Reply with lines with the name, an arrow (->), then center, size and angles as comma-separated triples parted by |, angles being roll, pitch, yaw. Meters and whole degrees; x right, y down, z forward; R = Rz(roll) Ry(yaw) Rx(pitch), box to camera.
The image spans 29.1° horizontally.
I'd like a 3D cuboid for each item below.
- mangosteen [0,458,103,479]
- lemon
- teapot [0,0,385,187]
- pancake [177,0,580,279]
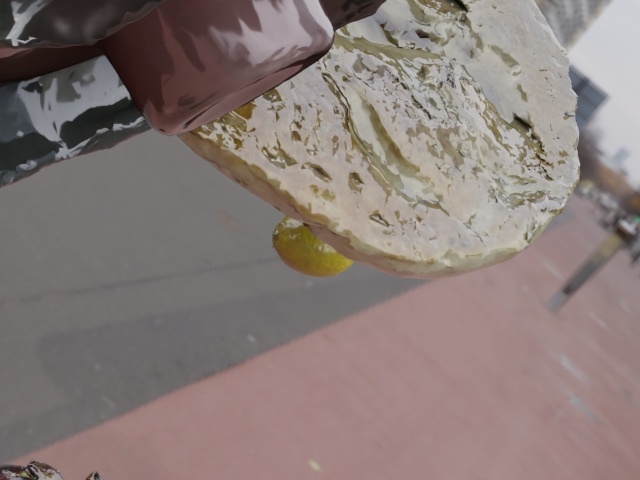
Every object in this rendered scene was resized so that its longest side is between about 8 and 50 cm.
mangosteen -> -0.374, 0.364, 1.549 | 0.184, 0.172, 0.172 | 18, 22, -40
lemon -> 0.000, 0.000, 1.048 | 0.092, 0.065, 0.065 | 6, 30, -37
teapot -> -0.095, -0.223, 0.497 | 0.376, 0.305, 0.362 | -29, 93, -56
pancake -> 0.013, -0.133, 0.824 | 0.387, 0.082, 0.387 | 21, 43, -21
